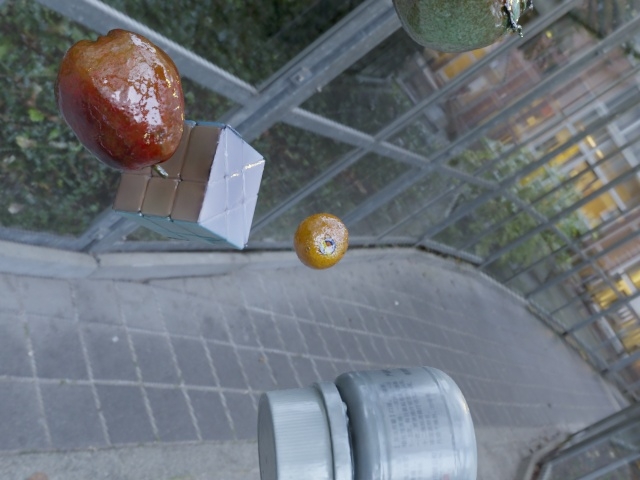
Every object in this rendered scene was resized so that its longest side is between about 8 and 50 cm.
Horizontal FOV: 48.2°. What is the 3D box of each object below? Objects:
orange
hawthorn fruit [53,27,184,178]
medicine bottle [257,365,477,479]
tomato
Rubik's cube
[{"bbox_3d":[0.000,0.002,1.679,0.135,0.135,0.117,50,-5,-16],"label":"orange"},{"bbox_3d":[-0.331,-0.226,1.242,0.261,0.224,0.224,66,19,-5],"label":"hawthorn fruit"},{"bbox_3d":[0.064,0.328,1.129,0.306,0.245,0.245,-1,43,-12],"label":"medicine bottle"},{"bbox_3d":[0.252,-0.496,1.327,0.303,0.239,0.303,7,82,-58],"label":"tomato"},{"bbox_3d":[-0.279,-0.123,1.568,0.231,0.225,0.221,37,63,-65],"label":"Rubik's cube"}]
